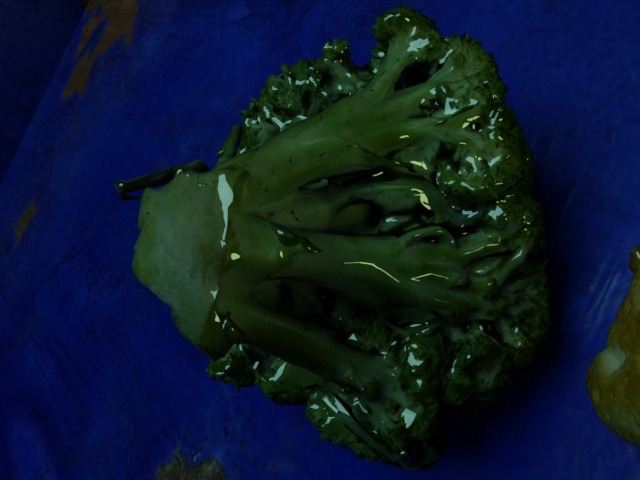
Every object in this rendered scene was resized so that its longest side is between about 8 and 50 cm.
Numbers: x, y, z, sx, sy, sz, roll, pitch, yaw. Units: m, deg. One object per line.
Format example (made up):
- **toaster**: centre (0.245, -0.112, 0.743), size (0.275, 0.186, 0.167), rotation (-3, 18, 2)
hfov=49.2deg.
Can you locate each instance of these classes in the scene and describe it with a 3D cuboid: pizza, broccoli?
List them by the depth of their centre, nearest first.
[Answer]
- **pizza**: centre (0.222, 0.029, 0.394), size (0.154, 0.069, 0.194), rotation (102, -170, -74)
- **broccoli**: centre (0.000, 0.000, 0.508), size (0.303, 0.283, 0.322), rotation (2, 89, 39)
